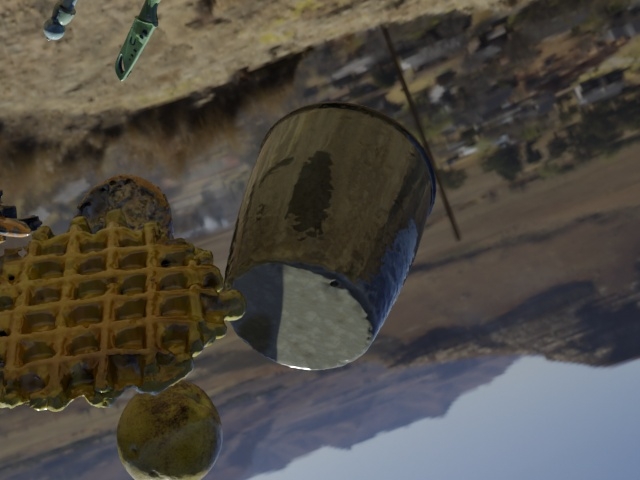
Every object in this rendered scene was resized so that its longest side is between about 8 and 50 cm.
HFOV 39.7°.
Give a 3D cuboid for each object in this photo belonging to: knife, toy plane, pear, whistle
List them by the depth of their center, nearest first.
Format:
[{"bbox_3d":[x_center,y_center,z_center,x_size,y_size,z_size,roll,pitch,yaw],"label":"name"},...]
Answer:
[{"bbox_3d":[-0.413,-0.359,1.416,0.035,0.035,0.100,-6,143,-54],"label":"whistle"},{"bbox_3d":[-0.282,-0.373,1.461,0.293,0.043,0.020,-50,174,40],"label":"knife"},{"bbox_3d":[-0.271,0.343,1.606,0.197,0.197,0.197,-20,169,-4],"label":"pear"},{"bbox_3d":[-0.595,-0.040,1.629,0.316,0.204,0.103,8,-162,38],"label":"toy plane"}]

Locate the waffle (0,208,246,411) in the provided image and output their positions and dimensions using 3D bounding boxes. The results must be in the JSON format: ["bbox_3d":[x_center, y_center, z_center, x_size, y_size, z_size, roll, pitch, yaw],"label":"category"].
[{"bbox_3d":[-0.253,0.067,0.982,0.307,0.311,0.060,-27,132,-34],"label":"waffle"}]

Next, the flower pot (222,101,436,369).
[{"bbox_3d":[0.000,0.000,1.308,0.293,0.293,0.330,-28,-155,36],"label":"flower pot"}]

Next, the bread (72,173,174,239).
[{"bbox_3d":[-0.418,-0.007,1.931,0.274,0.274,0.149,-25,158,22],"label":"bread"}]
